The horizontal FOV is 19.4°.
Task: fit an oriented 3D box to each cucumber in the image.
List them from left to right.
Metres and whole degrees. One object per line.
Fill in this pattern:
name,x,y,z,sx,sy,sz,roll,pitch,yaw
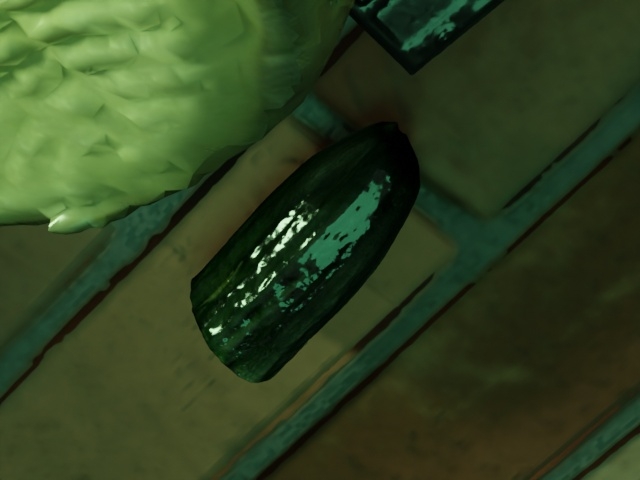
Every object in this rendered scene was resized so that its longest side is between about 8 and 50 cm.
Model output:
cucumber,0.000,0.000,0.667,0.048,0.048,0.105,35,113,-20

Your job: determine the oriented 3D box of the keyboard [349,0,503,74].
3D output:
keyboard,0.082,-0.135,0.606,0.198,0.010,0.064,-39,116,20

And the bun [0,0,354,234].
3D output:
bun,-0.102,-0.126,0.476,0.259,0.152,0.259,13,143,10
